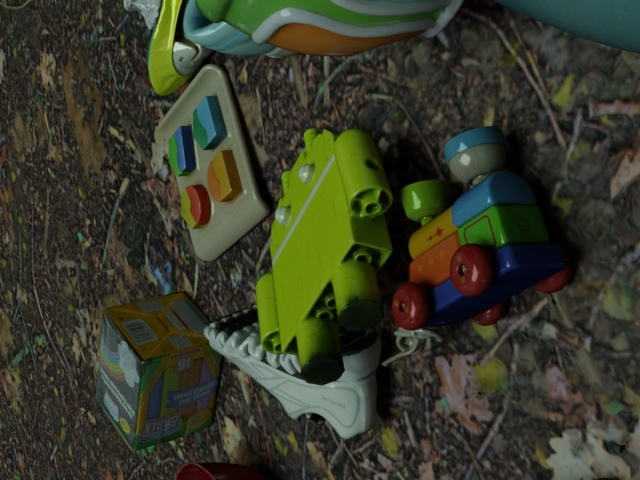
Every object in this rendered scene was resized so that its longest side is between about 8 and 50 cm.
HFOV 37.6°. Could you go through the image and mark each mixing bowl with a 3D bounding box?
[{"bbox_3d":[-0.110,0.368,1.246,0.181,0.098,0.181,21,117,50],"label":"mixing bowl"}]

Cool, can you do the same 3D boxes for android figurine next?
[{"bbox_3d":[0.000,0.000,0.943,0.272,0.056,0.248,-100,31,-42],"label":"android figurine"}]

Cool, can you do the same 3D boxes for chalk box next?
[{"bbox_3d":[-0.233,0.203,1.348,0.132,0.132,0.213,42,133,39],"label":"chalk box"}]

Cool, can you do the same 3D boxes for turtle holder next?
[{"bbox_3d":[0.027,-0.298,0.756,0.243,0.227,0.320,138,152,-69],"label":"turtle holder"}]

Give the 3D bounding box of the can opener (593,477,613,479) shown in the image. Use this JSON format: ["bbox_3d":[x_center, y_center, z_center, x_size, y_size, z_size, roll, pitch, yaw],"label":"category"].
[{"bbox_3d":[0.222,0.247,0.761,0.283,0.076,0.095,-39,66,53],"label":"can opener"}]

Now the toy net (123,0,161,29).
[{"bbox_3d":[-0.247,-0.369,1.231,0.122,0.045,0.232,-39,51,49],"label":"toy net"}]

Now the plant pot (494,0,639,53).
[{"bbox_3d":[0.212,-0.213,0.503,0.255,0.272,0.271,38,130,24],"label":"plant pot"}]

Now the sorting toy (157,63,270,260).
[{"bbox_3d":[-0.149,-0.095,1.222,0.193,0.038,0.208,-36,70,53],"label":"sorting toy"}]

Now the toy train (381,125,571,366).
[{"bbox_3d":[0.102,0.012,0.850,0.248,0.105,0.143,-39,57,52],"label":"toy train"}]

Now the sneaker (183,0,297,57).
[{"bbox_3d":[-0.043,-0.327,0.906,0.135,0.150,0.366,51,137,33],"label":"sneaker"}]

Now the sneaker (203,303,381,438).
[{"bbox_3d":[-0.039,0.146,1.086,0.292,0.110,0.118,12,118,53],"label":"sneaker"}]

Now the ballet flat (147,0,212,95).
[{"bbox_3d":[-0.161,-0.272,1.163,0.077,0.077,0.231,33,125,26],"label":"ballet flat"}]
